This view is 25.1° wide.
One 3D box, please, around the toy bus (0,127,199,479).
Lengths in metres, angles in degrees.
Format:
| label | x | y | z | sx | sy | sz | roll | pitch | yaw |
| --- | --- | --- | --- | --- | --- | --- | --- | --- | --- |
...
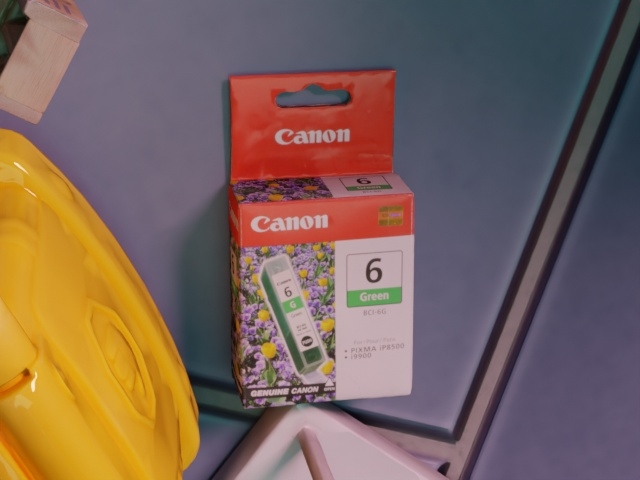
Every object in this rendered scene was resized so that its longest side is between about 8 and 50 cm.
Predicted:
| label | x | y | z | sx | sy | sz | roll | pitch | yaw |
| --- | --- | --- | --- | --- | --- | --- | --- | --- | --- |
| toy bus | -0.144 | 0.094 | 0.412 | 0.220 | 0.211 | 0.149 | -29 | 114 | 1 |

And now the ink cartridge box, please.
| label | x | y | z | sx | sy | sz | roll | pitch | yaw |
| --- | --- | --- | --- | --- | --- | --- | --- | --- | --- |
| ink cartridge box | 0.000 | 0.000 | 0.505 | 0.063 | 0.029 | 0.115 | -4 | 110 | -10 |

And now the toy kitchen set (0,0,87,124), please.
| label | x | y | z | sx | sy | sz | roll | pitch | yaw |
| --- | --- | --- | --- | --- | --- | --- | --- | --- | --- |
| toy kitchen set | -0.109 | -0.090 | 0.424 | 0.083 | 0.075 | 0.068 | 24 | 102 | -23 |

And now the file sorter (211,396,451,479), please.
| label | x | y | z | sx | sy | sz | roll | pitch | yaw |
| --- | --- | --- | --- | --- | --- | --- | --- | --- | --- |
| file sorter | 0.053 | 0.228 | 0.521 | 0.278 | 0.173 | 0.193 | 35 | 100 | -21 |
